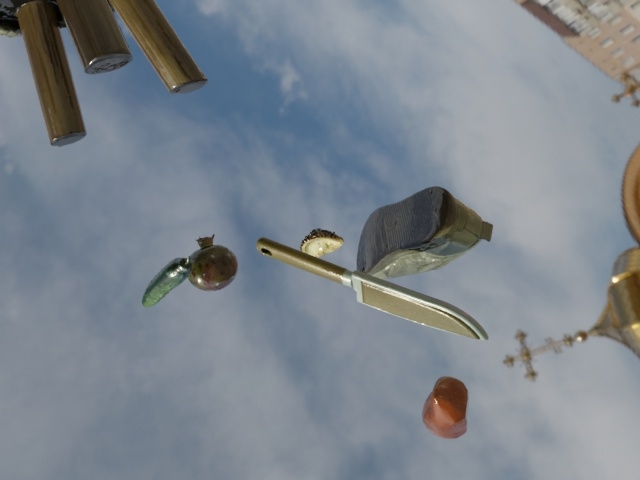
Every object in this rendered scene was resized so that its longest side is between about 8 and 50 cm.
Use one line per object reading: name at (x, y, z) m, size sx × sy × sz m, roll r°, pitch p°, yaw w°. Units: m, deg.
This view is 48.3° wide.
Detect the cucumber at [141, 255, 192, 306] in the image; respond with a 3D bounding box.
cucumber at (-0.345, 0.087, 1.613) m, size 0.056 × 0.250 × 0.056 m, roll 21°, pitch -128°, yaw -30°

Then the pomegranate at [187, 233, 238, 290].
pomegranate at (-0.262, 0.060, 1.706) m, size 0.130 × 0.130 × 0.130 m, roll 25°, pitch -130°, yaw -34°

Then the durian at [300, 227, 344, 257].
durian at (-0.004, 0.006, 1.612) m, size 0.052 × 0.130 × 0.066 m, roll -29°, pitch -86°, yaw -48°

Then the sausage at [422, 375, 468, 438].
sausage at (0.225, 0.298, 1.264) m, size 0.179 × 0.089 × 0.089 m, roll 78°, pitch -170°, yaw -57°

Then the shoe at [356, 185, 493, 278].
shoe at (0.140, 0.003, 1.062) m, size 0.098 × 0.275 × 0.103 m, roll 19°, pitch -109°, yaw -22°

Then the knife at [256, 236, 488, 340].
knife at (0.063, 0.063, 0.960) m, size 0.027 × 0.343 × 0.061 m, roll -55°, pitch -28°, yaw -34°

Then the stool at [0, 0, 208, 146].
stool at (-0.338, -0.281, 0.945) m, size 0.310 × 0.310 × 0.226 m, roll -23°, pitch -88°, yaw -75°
